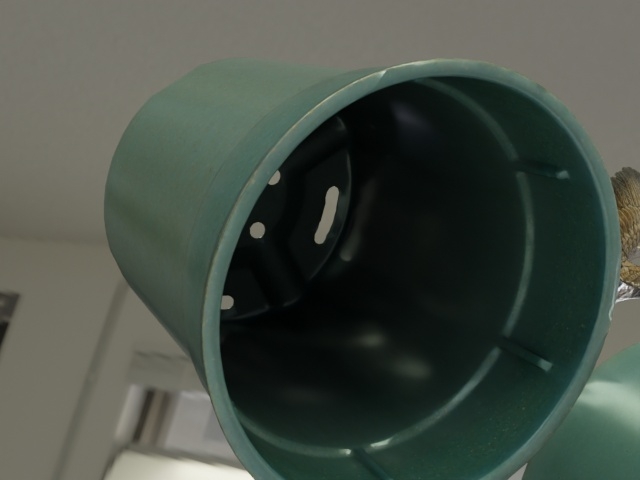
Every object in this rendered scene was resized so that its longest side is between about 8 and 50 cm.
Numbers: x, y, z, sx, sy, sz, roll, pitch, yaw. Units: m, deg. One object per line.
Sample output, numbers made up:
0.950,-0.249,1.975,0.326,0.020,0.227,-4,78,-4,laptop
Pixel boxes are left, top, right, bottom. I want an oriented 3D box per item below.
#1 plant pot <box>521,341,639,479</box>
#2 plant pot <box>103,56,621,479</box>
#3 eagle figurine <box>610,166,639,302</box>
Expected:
0.344,0.255,1.134,0.293,0.293,0.235,32,-4,-38,plant pot
0.000,0.000,1.086,0.341,0.341,0.334,29,1,-32,plant pot
0.373,0.038,1.661,0.298,0.226,0.225,-20,11,-20,eagle figurine
